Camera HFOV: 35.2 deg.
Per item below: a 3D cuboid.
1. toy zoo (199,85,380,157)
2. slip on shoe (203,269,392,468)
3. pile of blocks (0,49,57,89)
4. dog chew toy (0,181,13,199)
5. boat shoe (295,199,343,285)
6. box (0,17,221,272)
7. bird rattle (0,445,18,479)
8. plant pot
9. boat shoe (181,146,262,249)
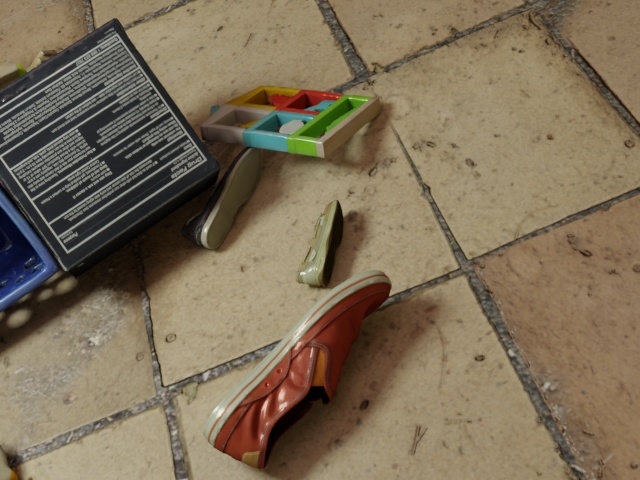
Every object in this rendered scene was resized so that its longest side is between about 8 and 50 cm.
[{"bbox_3d":[-0.070,-0.211,1.732,0.293,0.030,0.192,12,35,31],"label":"toy zoo"},{"bbox_3d":[-0.011,0.172,1.356,0.101,0.123,0.331,38,69,18],"label":"slip on shoe"},{"bbox_3d":[-0.473,-0.255,1.824,0.112,0.362,0.149,47,119,8],"label":"pile of blocks"},{"bbox_3d":[-0.641,-0.182,1.885,0.332,0.206,0.206,32,67,31],"label":"dog chew toy"},{"bbox_3d":[0.000,0.002,1.536,0.048,0.056,0.153,2,58,18],"label":"boat shoe"},{"bbox_3d":[-0.366,-0.141,1.637,0.296,0.183,0.294,-35,89,-10],"label":"box"},{"bbox_3d":[-0.544,0.332,1.397,0.254,0.143,0.207,37,43,21],"label":"bird rattle"},{"bbox_3d":[-0.589,0.002,1.642,0.236,0.236,0.212,-34,17,-7],"label":"plant pot"},{"bbox_3d":[-0.163,-0.079,1.665,0.065,0.075,0.206,12,60,27],"label":"boat shoe"}]
